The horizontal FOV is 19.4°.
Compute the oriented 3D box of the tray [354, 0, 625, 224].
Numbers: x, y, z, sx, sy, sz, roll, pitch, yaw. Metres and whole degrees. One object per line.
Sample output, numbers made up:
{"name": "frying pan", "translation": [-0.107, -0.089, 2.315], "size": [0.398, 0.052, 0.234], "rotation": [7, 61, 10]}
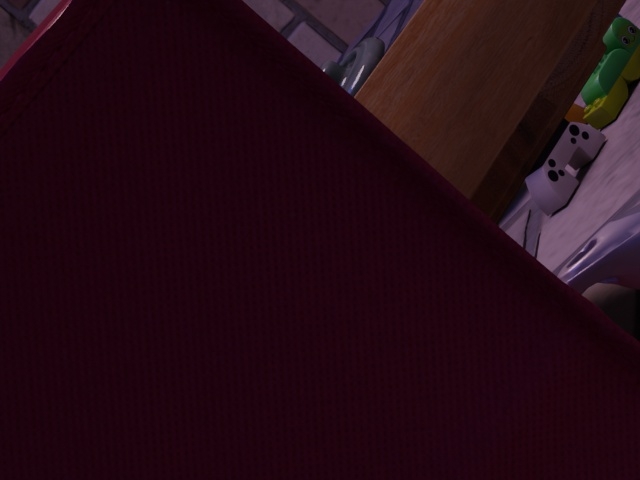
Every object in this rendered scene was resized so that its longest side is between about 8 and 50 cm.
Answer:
{"name": "tray", "translation": [-0.002, 0.054, 0.865], "size": [0.203, 0.076, 0.411], "rotation": [-56, -5, -33]}

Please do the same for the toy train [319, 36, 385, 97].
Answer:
{"name": "toy train", "translation": [0.000, 0.000, 1.235], "size": [0.334, 0.142, 0.190], "rotation": [-32, 32, 60]}

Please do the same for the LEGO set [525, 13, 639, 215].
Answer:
{"name": "LEGO set", "translation": [0.136, -0.113, 1.106], "size": [0.227, 0.093, 0.087], "rotation": [-55, 9, -33]}

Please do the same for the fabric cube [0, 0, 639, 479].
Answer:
{"name": "fabric cube", "translation": [-0.036, 0.097, 0.504], "size": [0.254, 0.259, 0.258], "rotation": [-50, 10, -2]}

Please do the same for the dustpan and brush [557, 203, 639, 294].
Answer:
{"name": "dustpan and brush", "translation": [0.154, -0.025, 0.525], "size": [0.211, 0.060, 0.147], "rotation": [-36, 3, -22]}
